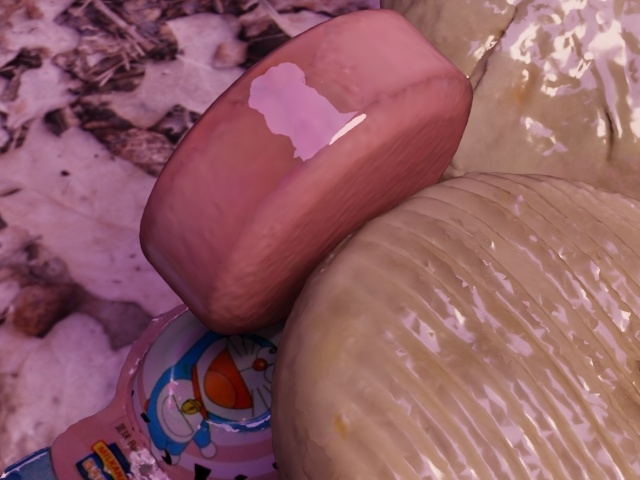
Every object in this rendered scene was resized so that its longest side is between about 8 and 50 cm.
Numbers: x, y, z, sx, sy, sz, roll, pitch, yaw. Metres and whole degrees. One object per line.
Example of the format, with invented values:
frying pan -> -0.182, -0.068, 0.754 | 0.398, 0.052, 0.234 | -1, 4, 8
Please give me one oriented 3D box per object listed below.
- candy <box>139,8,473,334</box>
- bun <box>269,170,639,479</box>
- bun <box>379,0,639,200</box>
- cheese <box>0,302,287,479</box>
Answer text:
candy -> -0.005, -0.043, 0.879 | 0.255, 0.255, 0.094 | -37, 73, -21
bun -> 0.126, 0.119, 0.815 | 0.326, 0.234, 0.362 | 31, 48, 11
bun -> 0.213, -0.165, 1.049 | 0.361, 0.213, 0.361 | -1, 51, 2
cheese -> -0.091, 0.130, 0.937 | 0.286, 0.074, 0.189 | -30, 56, -17
